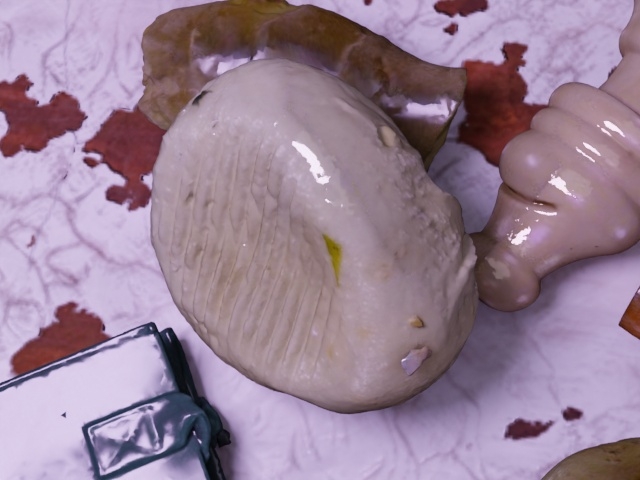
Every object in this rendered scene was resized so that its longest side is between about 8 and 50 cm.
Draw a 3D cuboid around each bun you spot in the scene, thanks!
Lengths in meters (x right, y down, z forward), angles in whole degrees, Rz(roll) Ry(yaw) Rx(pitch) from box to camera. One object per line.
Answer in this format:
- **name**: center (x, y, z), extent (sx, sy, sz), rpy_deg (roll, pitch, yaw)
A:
- **bun**: center (0.000, 0.000, 0.851), extent (0.259, 0.259, 0.160), rpy_deg (42, 42, 16)

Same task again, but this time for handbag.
- **handbag**: center (-0.158, 0.244, 0.859), extent (0.238, 0.089, 0.326), rpy_deg (-21, 71, 1)

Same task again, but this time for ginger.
- **ginger**: center (-0.018, -0.124, 0.936), extent (0.263, 0.109, 0.116), rpy_deg (14, 62, 10)

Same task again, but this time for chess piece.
- **chess piece**: center (0.223, -0.067, 0.894), extent (0.139, 0.124, 0.307), rpy_deg (43, 86, -16)

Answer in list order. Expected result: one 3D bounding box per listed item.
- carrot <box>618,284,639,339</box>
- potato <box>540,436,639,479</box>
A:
- **carrot**: center (0.312, 0.076, 0.852), extent (0.193, 0.087, 0.087), rpy_deg (23, 78, 24)
- **potato**: center (0.199, 0.277, 0.758), extent (0.210, 0.173, 0.307), rpy_deg (3, 76, 5)
